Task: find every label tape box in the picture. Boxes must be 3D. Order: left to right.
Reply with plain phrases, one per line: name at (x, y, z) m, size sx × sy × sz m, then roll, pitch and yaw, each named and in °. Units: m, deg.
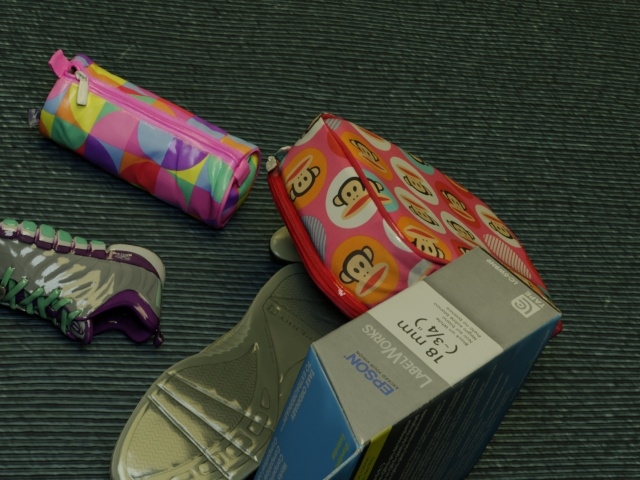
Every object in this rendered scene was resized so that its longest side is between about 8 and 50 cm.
label tape box at (0.030, 0.171, 1.410) m, size 0.106 × 0.240 × 0.334 m, roll 42°, pitch 45°, yaw 21°

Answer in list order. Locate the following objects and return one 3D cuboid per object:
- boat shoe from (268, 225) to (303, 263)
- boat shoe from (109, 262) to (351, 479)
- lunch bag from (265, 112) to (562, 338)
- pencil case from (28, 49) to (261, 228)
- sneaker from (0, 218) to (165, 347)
boat shoe at (0.001, 0.002, 1.734) m, size 0.133 × 0.042 × 0.049 m, roll -15°, pitch 73°, yaw -35°
boat shoe at (-0.082, 0.144, 1.514) m, size 0.118 × 0.103 × 0.320 m, roll 37°, pitch 47°, yaw 3°
lunch bag at (0.087, -0.006, 1.636) m, size 0.293 × 0.120 × 0.258 m, roll 27°, pitch 26°, yaw -42°
pencil case at (-0.179, -0.103, 1.725) m, size 0.236 × 0.104 × 0.104 m, roll 27°, pitch 41°, yaw 5°
sneaker at (-0.249, 0.044, 1.552) m, size 0.224 × 0.083 × 0.098 m, roll 6°, pitch 48°, yaw -18°
